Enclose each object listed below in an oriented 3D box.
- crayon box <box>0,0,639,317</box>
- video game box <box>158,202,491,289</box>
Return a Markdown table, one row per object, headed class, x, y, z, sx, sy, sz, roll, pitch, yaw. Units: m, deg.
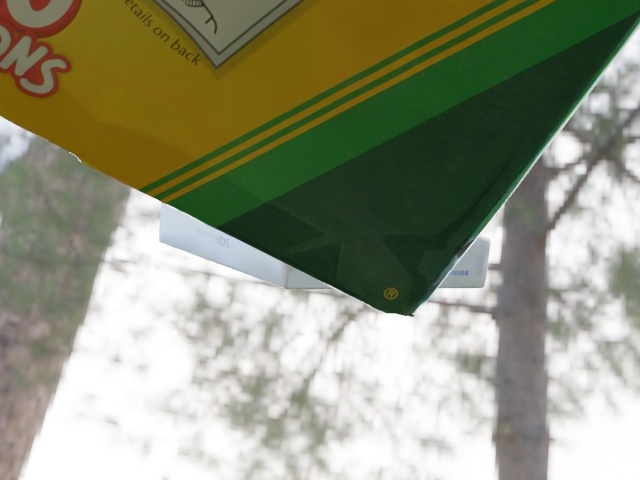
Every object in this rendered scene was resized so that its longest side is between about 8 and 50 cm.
| class | x | y | z | sx | sy | sz | roll | pitch | yaw |
| --- | --- | --- | --- | --- | --- | --- | --- | --- | --- |
| crayon box | -0.051 | -0.116 | 0.427 | 0.278 | 0.081 | 0.165 | 27 | -62 | -17 |
| video game box | 0.000 | 0.000 | 1.411 | 0.187 | 0.048 | 0.205 | 3 | 8 | -33 |
